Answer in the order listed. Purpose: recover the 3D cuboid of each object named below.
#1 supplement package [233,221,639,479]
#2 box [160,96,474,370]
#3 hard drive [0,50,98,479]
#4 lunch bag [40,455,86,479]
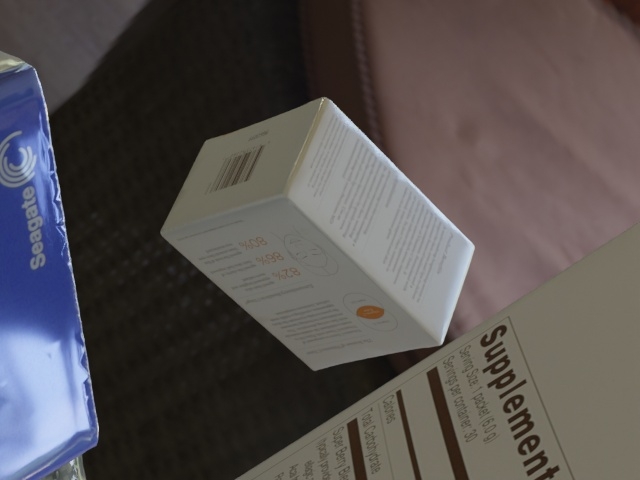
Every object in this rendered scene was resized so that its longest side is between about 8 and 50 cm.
[{"bbox_3d":[0.067,0.148,0.508,0.177,0.293,0.175,53,10,-22],"label":"supplement package"},{"bbox_3d":[0.000,0.000,1.181,0.170,0.130,0.091,44,51,-29],"label":"box"},{"bbox_3d":[-0.241,0.071,0.711,0.319,0.040,0.210,-29,128,-36],"label":"hard drive"},{"bbox_3d":[-0.293,0.229,1.097,0.305,0.213,0.256,-26,122,-45],"label":"lunch bag"}]
